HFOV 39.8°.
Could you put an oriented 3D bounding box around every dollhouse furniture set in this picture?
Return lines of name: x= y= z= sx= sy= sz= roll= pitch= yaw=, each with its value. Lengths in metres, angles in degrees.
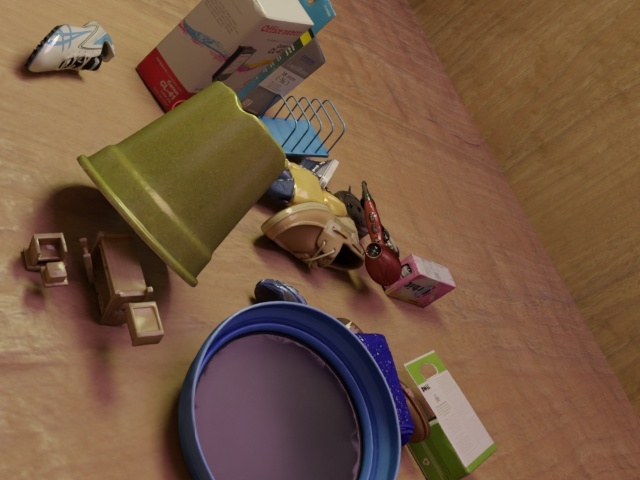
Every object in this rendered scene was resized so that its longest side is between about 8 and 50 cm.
dollhouse furniture set: x=-0.339 y=0.089 z=1.290 sx=0.161 sy=0.101 sz=0.181 roll=-3 pitch=58 yaw=-32

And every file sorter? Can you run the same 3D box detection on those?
file sorter: x=-0.042 y=-0.279 z=2.133 sx=0.170 sy=0.104 sz=0.118 roll=-2 pitch=54 yaw=-43

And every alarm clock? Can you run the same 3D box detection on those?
alarm clock: x=0.076 y=-0.045 z=2.159 sx=0.129 sy=0.064 sz=0.192 roll=23 pitch=43 yaw=-48

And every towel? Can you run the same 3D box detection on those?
towel: x=0.035 y=0.273 z=1.577 sx=0.308 sy=0.076 sz=0.227 roll=3 pitch=67 yaw=-44

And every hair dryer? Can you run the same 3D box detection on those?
hair dryer: x=0.120 y=-0.001 z=2.041 sx=0.223 sy=0.080 sz=0.293 roll=62 pitch=8 yaw=-17

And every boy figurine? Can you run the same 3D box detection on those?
boy figurine: x=-0.054 y=-0.108 z=1.977 sx=0.285 sy=0.092 sz=0.177 roll=26 pitch=37 yaw=-46

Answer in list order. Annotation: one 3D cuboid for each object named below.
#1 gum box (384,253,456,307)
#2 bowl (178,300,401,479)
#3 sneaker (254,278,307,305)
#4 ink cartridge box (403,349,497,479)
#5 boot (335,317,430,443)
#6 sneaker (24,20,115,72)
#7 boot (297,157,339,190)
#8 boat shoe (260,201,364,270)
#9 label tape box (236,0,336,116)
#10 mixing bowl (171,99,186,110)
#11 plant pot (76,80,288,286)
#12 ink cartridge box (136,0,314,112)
gum box: x=0.241 y=0.102 z=2.202 sx=0.188 sy=0.107 sz=0.062 roll=21 pitch=41 yaw=-50
bowl: x=-0.046 y=0.289 z=1.391 sx=0.391 sy=0.077 sz=0.391 roll=19 pitch=56 yaw=-31
sneaker: x=-0.058 y=0.169 z=1.649 sx=0.221 sy=0.083 sz=0.087 roll=56 pitch=31 yaw=9
ink cartridge box: x=0.247 y=0.379 z=1.891 sx=0.255 sy=0.097 sz=0.189 roll=59 pitch=26 yaw=12
boot: x=0.094 y=0.304 z=1.749 sx=0.305 sy=0.112 sz=0.115 roll=50 pitch=49 yaw=-8
sneaker: x=-0.446 y=-0.341 z=1.599 sx=0.086 sy=0.085 sz=0.237 roll=47 pitch=27 yaw=-5
boot: x=-0.011 y=-0.178 z=2.168 sx=0.086 sy=0.069 sz=0.190 roll=32 pitch=17 yaw=-3
boat shoe: x=0.000 y=0.000 z=1.899 sx=0.341 sy=0.122 sz=0.110 roll=11 pitch=51 yaw=-58
label tape box: x=-0.094 y=-0.489 z=2.089 sx=0.106 sy=0.334 sz=0.240 roll=18 pitch=43 yaw=-51
mixing bowl: x=-0.250 y=-0.169 z=1.707 sx=0.181 sy=0.098 sz=0.181 roll=41 pitch=28 yaw=-27
plant pot: x=-0.200 y=-0.109 z=1.421 sx=0.276 sy=0.254 sz=0.276 roll=49 pitch=-4 yaw=4
ink cartridge box: x=-0.198 y=-0.409 z=1.848 sx=0.131 sy=0.306 sz=0.226 roll=57 pitch=26 yaw=6
